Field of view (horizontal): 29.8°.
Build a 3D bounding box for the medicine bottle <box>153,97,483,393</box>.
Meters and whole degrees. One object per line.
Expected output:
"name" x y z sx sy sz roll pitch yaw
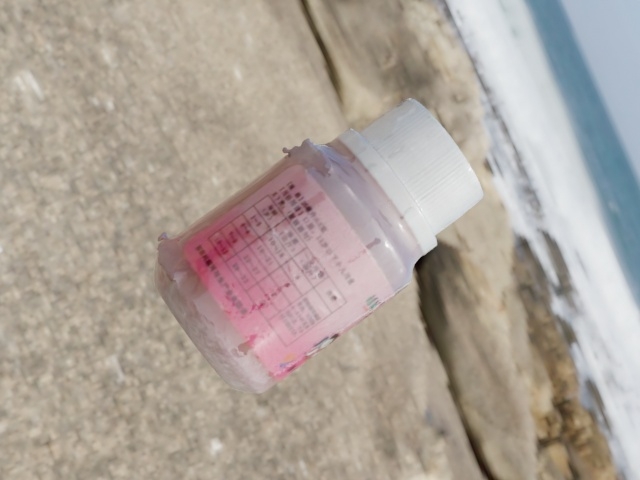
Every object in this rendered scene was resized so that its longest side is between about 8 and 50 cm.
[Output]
"medicine bottle" 0.000 0.000 0.938 0.147 0.247 0.147 54 -3 4
